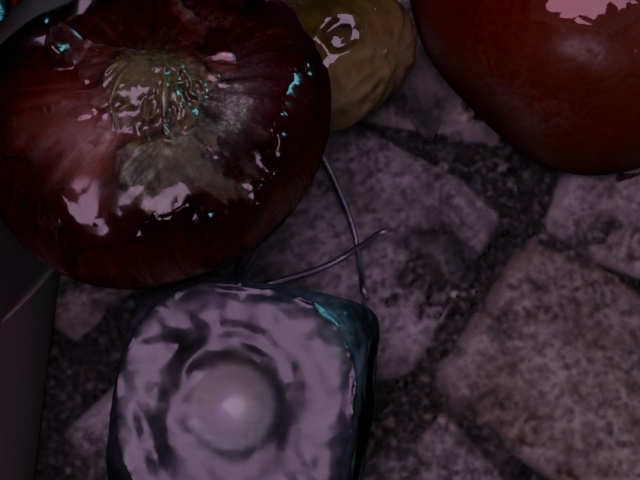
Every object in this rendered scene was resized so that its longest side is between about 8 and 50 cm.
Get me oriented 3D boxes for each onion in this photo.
[{"bbox_3d":[-0.123,-0.074,1.108,0.272,0.195,0.272,-2,54,3],"label":"onion"}]

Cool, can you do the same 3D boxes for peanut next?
[{"bbox_3d":[-0.034,-0.129,1.219,0.236,0.110,0.120,-24,86,3],"label":"peanut"}]

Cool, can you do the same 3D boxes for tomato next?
[{"bbox_3d":[0.223,-0.217,1.161,0.338,0.143,0.338,0,91,7],"label":"tomato"}]

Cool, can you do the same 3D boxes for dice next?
[{"bbox_3d":[-0.053,0.127,1.135,0.181,0.183,0.182,9,81,6],"label":"dice"}]

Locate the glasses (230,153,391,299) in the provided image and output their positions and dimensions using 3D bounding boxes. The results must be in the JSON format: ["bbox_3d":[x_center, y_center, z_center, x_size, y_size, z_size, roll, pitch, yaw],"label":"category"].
[{"bbox_3d":[0.000,0.000,1.233,0.103,0.062,0.140,28,83,-12],"label":"glasses"}]

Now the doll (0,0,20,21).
[{"bbox_3d":[-0.287,-0.196,1.278,0.127,0.088,0.249,28,73,31],"label":"doll"}]

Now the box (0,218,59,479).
[{"bbox_3d":[-0.341,0.113,1.129,0.213,0.259,0.284,5,79,6],"label":"box"}]
